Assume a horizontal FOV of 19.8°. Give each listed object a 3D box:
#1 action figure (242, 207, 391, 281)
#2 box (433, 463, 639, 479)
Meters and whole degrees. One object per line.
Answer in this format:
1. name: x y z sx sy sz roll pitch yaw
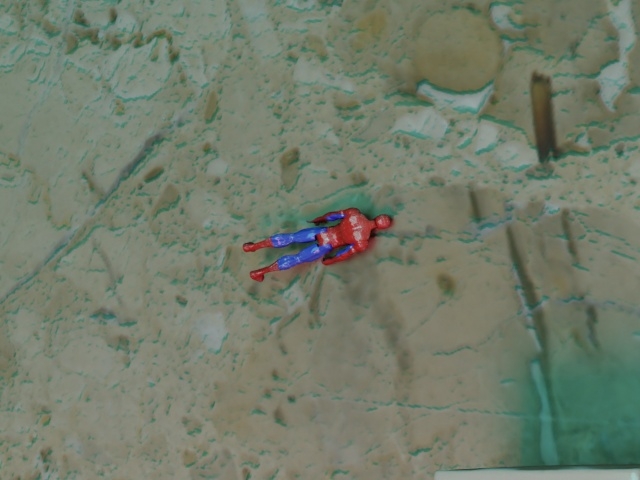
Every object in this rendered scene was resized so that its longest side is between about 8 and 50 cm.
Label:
1. action figure: 0.000 0.000 1.362 0.115 0.030 0.038 -17 80 25
2. box: 0.164 0.259 1.161 0.149 0.127 0.232 -5 81 32
